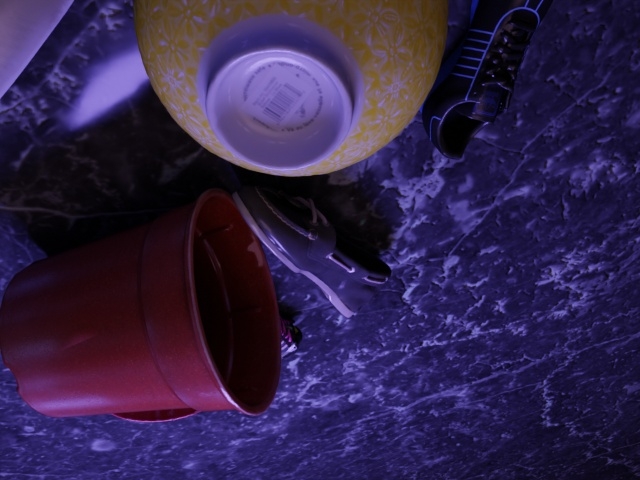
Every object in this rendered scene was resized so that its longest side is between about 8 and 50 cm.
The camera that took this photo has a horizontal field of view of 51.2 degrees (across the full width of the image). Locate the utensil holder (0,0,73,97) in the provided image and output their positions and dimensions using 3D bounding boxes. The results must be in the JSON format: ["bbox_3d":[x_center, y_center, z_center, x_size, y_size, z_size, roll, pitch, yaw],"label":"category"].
[{"bbox_3d":[-0.313,-0.246,0.287,0.327,0.328,0.385,-32,136,23],"label":"utensil holder"}]

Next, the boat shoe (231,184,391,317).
[{"bbox_3d":[0.000,0.000,0.882,0.095,0.112,0.335,-39,145,4],"label":"boat shoe"}]

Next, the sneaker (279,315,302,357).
[{"bbox_3d":[-0.066,0.145,1.075,0.074,0.063,0.170,-7,147,-8],"label":"sneaker"}]

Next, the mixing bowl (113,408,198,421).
[{"bbox_3d":[-0.255,0.206,1.063,0.181,0.098,0.181,-9,143,-7],"label":"mixing bowl"}]

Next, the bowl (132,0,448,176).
[{"bbox_3d":[-0.030,-0.152,0.570,0.289,0.156,0.290,2,135,2],"label":"bowl"}]

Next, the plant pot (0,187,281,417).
[{"bbox_3d":[-0.218,0.096,0.824,0.264,0.273,0.272,-12,144,13],"label":"plant pot"}]

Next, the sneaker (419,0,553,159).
[{"bbox_3d":[0.182,-0.186,0.696,0.081,0.091,0.232,5,140,-23],"label":"sneaker"}]
